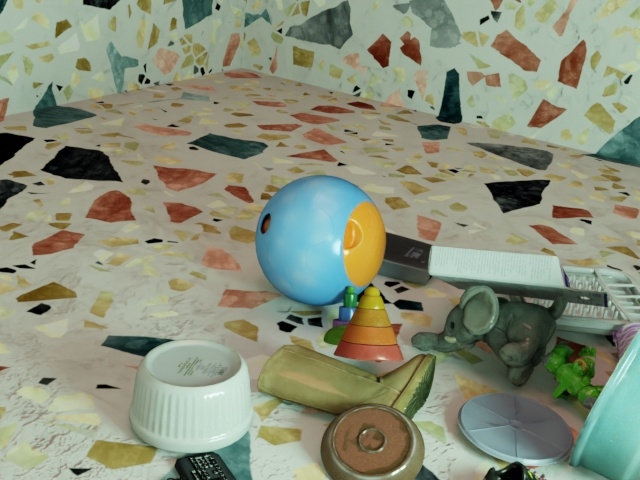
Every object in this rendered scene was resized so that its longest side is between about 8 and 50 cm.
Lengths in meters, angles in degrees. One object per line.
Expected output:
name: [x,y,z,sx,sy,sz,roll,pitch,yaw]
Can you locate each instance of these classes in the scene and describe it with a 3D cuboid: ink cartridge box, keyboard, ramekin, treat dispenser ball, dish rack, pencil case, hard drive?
ink cartridge box: [0.414,0.074,1.591,0.330,0.071,0.324,5,-7,20]
keyboard: [-0.158,0.371,1.152,0.100,0.038,0.192,-9,27,-31]
ramekin: [-0.214,0.249,1.309,0.207,0.109,0.207,4,20,-2]
treat dispenser ball: [0.000,0.000,1.720,0.288,0.288,0.288,6,24,-2]
dish rack: [0.594,0.143,1.822,0.333,0.072,0.285,6,25,-2]
pencil case: [0.640,0.241,1.594,0.088,0.086,0.206,6,23,18]
hard drive: [0.178,0.036,1.974,0.255,0.054,0.172,16,25,20]

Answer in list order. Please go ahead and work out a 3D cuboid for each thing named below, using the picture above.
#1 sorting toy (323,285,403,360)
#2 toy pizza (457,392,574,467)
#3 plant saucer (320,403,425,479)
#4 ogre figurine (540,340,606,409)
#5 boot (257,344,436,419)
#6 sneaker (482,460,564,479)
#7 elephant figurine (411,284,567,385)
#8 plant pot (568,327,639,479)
sorting toy: [0.075,0.139,1.471,0.127,0.126,0.365,3,1,-5]
toy pizza: [0.340,0.335,1.372,0.201,0.032,0.201,5,23,-2]
plant saucer: [0.083,0.326,1.253,0.169,0.029,0.168,-4,44,3]
ogre figurine: [0.504,0.268,1.499,0.118,0.097,0.197,4,52,-39]
boot: [0.057,0.243,1.438,0.270,0.089,0.236,16,25,22]
sneaker: [0.323,0.381,1.208,0.170,0.074,0.063,3,24,-9]
elephant figurine: [0.327,0.165,1.556,0.239,0.169,0.186,31,53,30]
plant pot: [0.620,0.297,1.207,0.334,0.341,0.341,31,33,29]
